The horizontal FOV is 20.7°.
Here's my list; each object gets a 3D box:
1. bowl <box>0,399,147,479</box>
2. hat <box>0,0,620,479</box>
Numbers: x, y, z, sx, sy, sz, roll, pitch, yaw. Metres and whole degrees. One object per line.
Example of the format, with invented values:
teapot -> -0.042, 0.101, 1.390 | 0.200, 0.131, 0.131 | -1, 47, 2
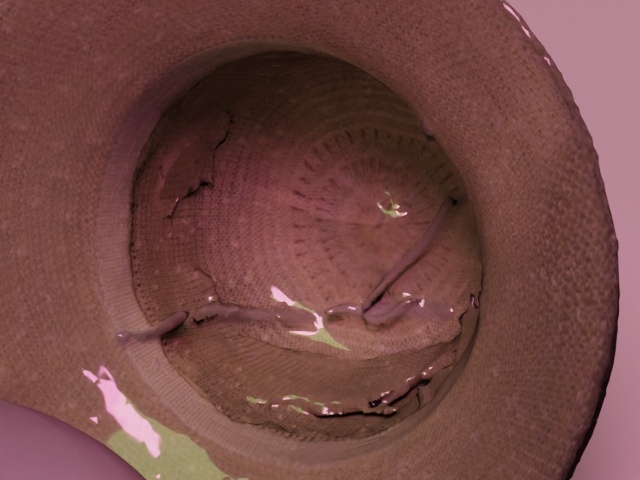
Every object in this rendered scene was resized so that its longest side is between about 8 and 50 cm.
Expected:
bowl -> -0.151, 0.138, 0.485 | 0.287, 0.143, 0.287 | -11, 29, 6
hat -> 0.000, 0.000, 0.636 | 0.257, 0.257, 0.130 | 14, 14, 23
